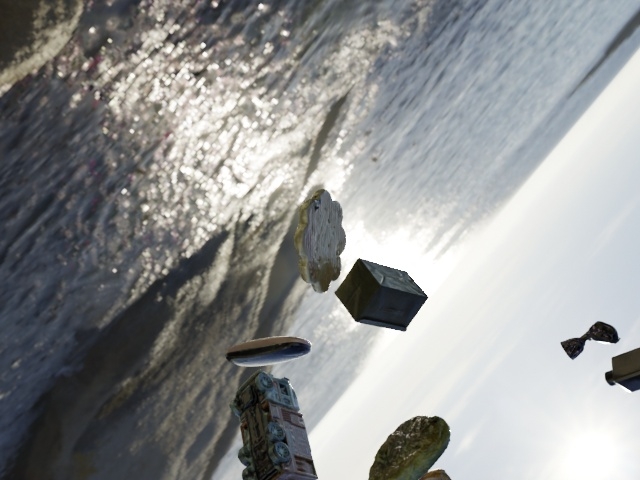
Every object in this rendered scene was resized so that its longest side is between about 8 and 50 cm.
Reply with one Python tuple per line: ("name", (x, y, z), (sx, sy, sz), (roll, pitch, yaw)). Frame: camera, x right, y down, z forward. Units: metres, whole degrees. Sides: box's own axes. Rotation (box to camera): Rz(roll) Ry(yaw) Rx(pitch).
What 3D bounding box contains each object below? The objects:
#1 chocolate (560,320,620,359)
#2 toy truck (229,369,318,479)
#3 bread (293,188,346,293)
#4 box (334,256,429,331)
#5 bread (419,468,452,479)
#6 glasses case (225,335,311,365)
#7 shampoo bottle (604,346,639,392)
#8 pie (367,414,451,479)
("chocolate", (0.734, 0.269, 1.928), (0.147, 0.072, 0.070), (-29, 180, 16))
("toy truck", (-0.113, 0.486, 1.780), (0.162, 0.305, 0.136), (25, 121, -35))
("bread", (0.000, 0.000, 2.082), (0.316, 0.054, 0.316), (2, 90, -66))
("box", (0.194, 0.175, 2.218), (0.231, 0.155, 0.149), (17, 115, -39))
("bread", (0.351, 0.737, 2.136), (0.135, 0.154, 0.054), (-16, -151, 43))
("glasses case", (-0.175, 0.368, 2.343), (0.314, 0.075, 0.122), (-15, 154, 29))
("shampoo bottle", (0.833, 0.314, 1.784), (0.246, 0.080, 0.079), (-37, -150, 44))
("pie", (0.243, 0.588, 1.965), (0.277, 0.078, 0.277), (-45, -175, 5))
